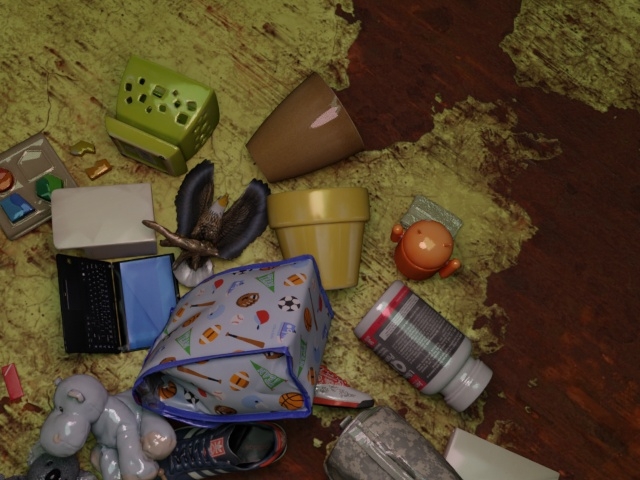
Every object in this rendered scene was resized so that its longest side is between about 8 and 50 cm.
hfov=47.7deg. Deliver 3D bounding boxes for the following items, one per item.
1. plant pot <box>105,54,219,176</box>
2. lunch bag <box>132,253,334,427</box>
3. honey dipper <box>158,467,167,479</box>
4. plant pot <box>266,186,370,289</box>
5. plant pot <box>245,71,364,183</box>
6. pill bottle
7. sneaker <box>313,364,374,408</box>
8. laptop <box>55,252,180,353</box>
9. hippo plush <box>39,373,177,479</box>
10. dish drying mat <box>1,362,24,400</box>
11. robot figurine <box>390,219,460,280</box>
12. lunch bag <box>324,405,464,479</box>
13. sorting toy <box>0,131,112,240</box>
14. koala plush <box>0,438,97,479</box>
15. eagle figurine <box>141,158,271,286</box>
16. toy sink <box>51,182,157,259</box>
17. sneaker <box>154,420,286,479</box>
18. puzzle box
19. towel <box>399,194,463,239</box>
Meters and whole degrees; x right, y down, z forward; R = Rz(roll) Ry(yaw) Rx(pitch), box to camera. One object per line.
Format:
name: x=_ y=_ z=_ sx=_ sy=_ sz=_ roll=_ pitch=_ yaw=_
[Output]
plant pot: x=-0.401 y=-0.298 z=1.820 sx=0.227 sy=0.228 sz=0.207 roll=24 pitch=78 yaw=1
lunch bag: x=-0.191 y=0.228 z=1.599 sx=0.385 sy=0.239 sz=0.328 roll=-8 pitch=31 yaw=15
honey dipper: x=-0.325 y=0.572 z=1.613 sx=0.030 sy=0.030 sz=0.161 roll=-30 pitch=111 yaw=-14
plant pot: x=0.000 y=0.000 z=1.769 sx=0.254 sy=0.254 sz=0.239 roll=-4 pitch=89 yaw=-7
plant pot: x=-0.056 y=-0.263 z=1.856 sx=0.254 sy=0.237 sz=0.237 roll=-33 pitch=79 yaw=-1
pill bottle: x=0.249 y=0.257 z=1.738 sx=0.318 sy=0.176 sz=0.176 roll=40 pitch=73 yaw=7
sneaker: x=0.001 y=0.322 z=1.737 sx=0.270 sy=0.090 sz=0.145 roll=6 pitch=75 yaw=-2
laptop: x=-0.470 y=0.140 z=1.716 sx=0.136 sy=0.264 sz=0.234 roll=-20 pitch=72 yaw=26
hippo plush: x=-0.456 y=0.387 z=1.552 sx=0.236 sy=0.234 sz=0.294 roll=36 pitch=70 yaw=-38
dish drying mat: x=-0.723 y=0.331 z=1.698 sx=0.032 sy=0.008 sz=0.083 roll=-20 pitch=76 yaw=-13
robot figurine: x=0.256 y=0.025 z=1.787 sx=0.128 sy=0.219 sz=0.158 roll=-19 pitch=75 yaw=-11
lunch bag: x=0.165 y=0.517 z=1.579 sx=0.305 sy=0.256 sz=0.212 roll=41 pitch=78 yaw=19
sorting toy: x=-0.705 y=-0.168 z=1.836 sx=0.307 sy=0.041 sz=0.229 roll=-34 pitch=79 yaw=-15
koala plush: x=-0.617 y=0.545 z=1.577 sx=0.196 sy=0.203 sz=0.221 roll=42 pitch=52 yaw=-2
eagle figurine: x=-0.266 y=-0.051 z=1.790 sx=0.225 sy=0.298 sz=0.226 roll=-19 pitch=114 yaw=23
toy sink: x=-0.524 y=-0.041 z=1.771 sx=0.234 sy=0.131 sz=0.153 roll=-6 pitch=74 yaw=-13
sneaker: x=-0.248 y=0.472 z=1.633 sx=0.350 sy=0.148 sz=0.131 roll=-11 pitch=75 yaw=-9
puzzle box: x=0.366 y=0.681 z=1.686 sx=0.272 sy=0.052 sz=0.409 roll=24 pitch=72 yaw=1
towel: x=0.294 y=-0.049 z=1.916 sx=0.148 sy=0.027 sz=0.110 roll=32 pitch=71 yaw=4
